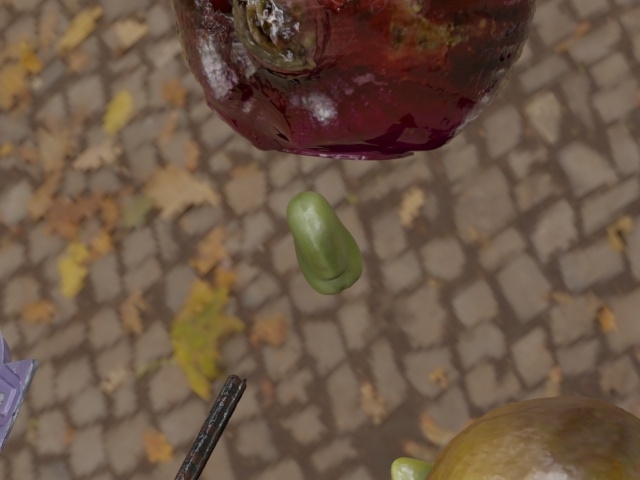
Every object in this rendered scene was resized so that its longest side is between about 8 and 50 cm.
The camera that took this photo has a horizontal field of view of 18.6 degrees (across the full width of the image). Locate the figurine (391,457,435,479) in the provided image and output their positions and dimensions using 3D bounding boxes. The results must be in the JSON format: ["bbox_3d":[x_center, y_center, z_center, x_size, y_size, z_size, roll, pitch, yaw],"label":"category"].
[{"bbox_3d":[0.196,0.268,1.728,0.378,0.361,0.266,-38,72,49],"label":"figurine"}]

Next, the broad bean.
[{"bbox_3d":[0.000,0.000,1.391,0.045,0.083,0.063,-22,39,5],"label":"broad bean"}]

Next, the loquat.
[{"bbox_3d":[0.153,0.216,1.317,0.193,0.238,0.238,11,66,42],"label":"loquat"}]

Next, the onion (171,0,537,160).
[{"bbox_3d":[0.005,-0.091,0.903,0.173,0.135,0.198,8,25,20],"label":"onion"}]

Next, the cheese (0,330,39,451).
[{"bbox_3d":[-0.321,0.135,1.864,0.191,0.042,0.105,26,94,60],"label":"cheese"}]

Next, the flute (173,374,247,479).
[{"bbox_3d":[-0.091,0.167,1.055,0.014,0.014,0.269,-4,38,27],"label":"flute"}]
